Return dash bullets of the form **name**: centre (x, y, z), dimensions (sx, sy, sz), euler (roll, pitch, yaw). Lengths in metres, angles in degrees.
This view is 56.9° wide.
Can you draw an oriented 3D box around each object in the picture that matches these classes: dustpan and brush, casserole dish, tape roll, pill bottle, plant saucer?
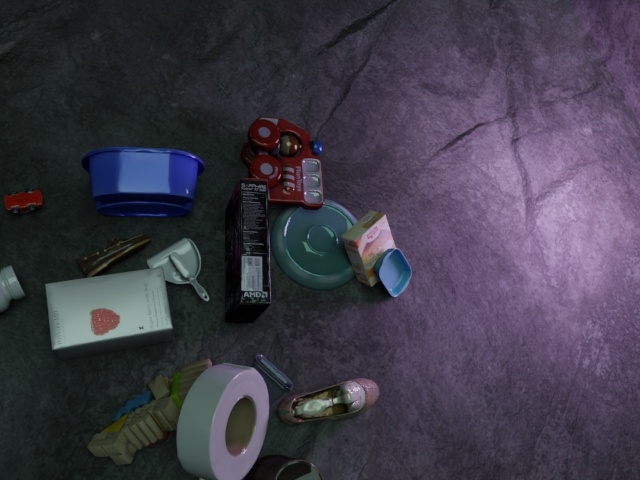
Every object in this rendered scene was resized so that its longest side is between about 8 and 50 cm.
- **dustpan and brush**: centre (-0.390, 0.097, 1.720), dimensions (0.147, 0.060, 0.211), euler (-34, 82, -24)
- **casserole dish**: centre (0.225, 0.097, 1.857), dimensions (0.037, 0.188, 0.114), euler (24, 69, 42)
- **tape roll**: centre (-0.240, 0.461, 1.501), dimensions (0.100, 0.286, 0.286), euler (3, 63, 25)
- **pill bottle**: centre (-0.888, 0.149, 1.525), dimensions (0.216, 0.121, 0.121), euler (-26, 78, -22)
- **plant saucer**: centre (0.000, 0.000, 1.881), dimensions (0.317, 0.044, 0.318), euler (6, 68, -14)

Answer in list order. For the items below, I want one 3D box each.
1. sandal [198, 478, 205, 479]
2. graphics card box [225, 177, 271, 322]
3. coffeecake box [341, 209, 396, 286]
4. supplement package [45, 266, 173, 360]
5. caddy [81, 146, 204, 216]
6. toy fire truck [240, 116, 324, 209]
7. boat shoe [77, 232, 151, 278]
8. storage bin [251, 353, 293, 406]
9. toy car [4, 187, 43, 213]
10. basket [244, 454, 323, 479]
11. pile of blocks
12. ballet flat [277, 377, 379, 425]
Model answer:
- **sandal**: centre (-0.249, 0.672, 1.530), dimensions (0.088, 0.079, 0.240), euler (-29, 80, -23)
- **graphics card box**: centre (-0.213, 0.034, 1.701), dimensions (0.094, 0.233, 0.371), euler (3, 70, -19)
- **coffeecake box**: centre (0.158, 0.024, 1.843), dimensions (0.142, 0.068, 0.186), euler (-41, 128, -25)
- **supplement package**: centre (-0.555, 0.196, 1.572), dimensions (0.292, 0.175, 0.178), euler (-9, 73, -18)
- **caddy**: centre (-0.506, -0.182, 1.699), dimensions (0.341, 0.241, 0.179), euler (0, 76, -16)
- **toy fire truck**: centre (-0.114, -0.244, 1.872), dimensions (0.253, 0.169, 0.302), euler (3, 69, -17)
- **boat shoe**: centre (-0.587, 0.029, 1.683), dimensions (0.207, 0.073, 0.073), euler (-32, 83, -24)
- **storage bin**: centre (-0.157, 0.399, 1.663), dimensions (0.135, 0.098, 0.091), euler (42, 92, 2)
- **toy car**: centre (-0.933, -0.107, 1.649), dimensions (0.225, 0.053, 0.239), euler (42, 64, 3)
- **basket**: centre (-0.079, 0.631, 1.513), dimensions (0.204, 0.227, 0.154), euler (23, 65, -7)
- **pile of blocks**: centre (-0.425, 0.459, 1.564), dimensions (0.362, 0.149, 0.113), euler (-31, 123, -15)
- **ballet flat**: centre (0.038, 0.461, 1.678), dimensions (0.315, 0.106, 0.108), euler (-12, 74, -20)
